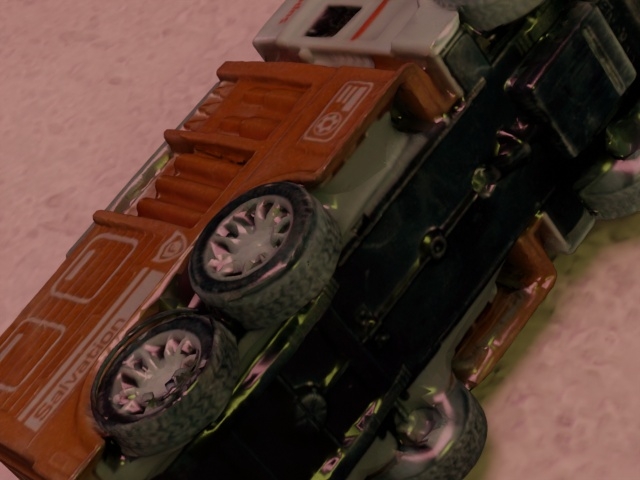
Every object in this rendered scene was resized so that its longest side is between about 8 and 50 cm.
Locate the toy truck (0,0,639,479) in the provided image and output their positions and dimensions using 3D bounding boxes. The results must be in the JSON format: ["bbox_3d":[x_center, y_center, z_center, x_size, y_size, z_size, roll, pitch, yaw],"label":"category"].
[{"bbox_3d":[0.000,0.000,0.672,0.162,0.136,0.305,16,62,50],"label":"toy truck"}]
